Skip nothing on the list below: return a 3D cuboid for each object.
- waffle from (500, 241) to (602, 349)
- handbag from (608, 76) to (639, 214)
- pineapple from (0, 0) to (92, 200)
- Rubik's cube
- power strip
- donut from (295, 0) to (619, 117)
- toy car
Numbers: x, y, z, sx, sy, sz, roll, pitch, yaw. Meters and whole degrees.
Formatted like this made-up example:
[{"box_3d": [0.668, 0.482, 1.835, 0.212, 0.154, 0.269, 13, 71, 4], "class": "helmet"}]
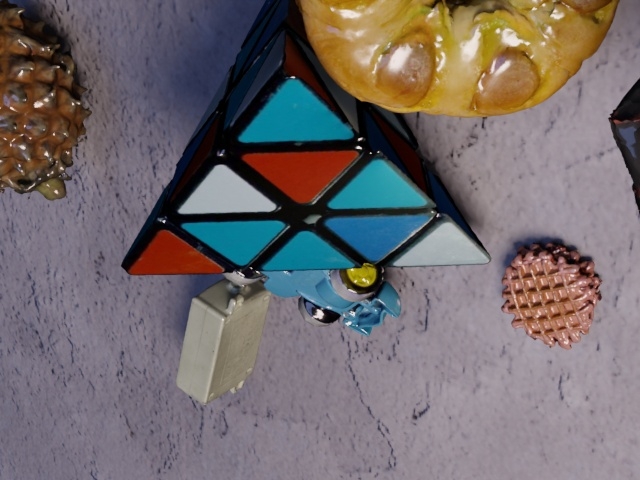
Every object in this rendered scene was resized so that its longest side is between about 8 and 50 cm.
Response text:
[{"box_3d": [0.171, 0.042, 0.859, 0.075, 0.029, 0.083, 28, 128, 26], "class": "waffle"}, {"box_3d": [0.267, -0.080, 0.602, 0.169, 0.215, 0.155, -5, 115, 44], "class": "handbag"}, {"box_3d": [-0.294, -0.122, 1.073, 0.166, 0.166, 0.193, -21, 103, 43], "class": "pineapple"}, {"box_3d": [0.011, -0.018, 0.837, 0.234, 0.284, 0.250, 30, 107, -15], "class": "Rubik's cube"}, {"box_3d": [-0.085, 0.071, 1.047, 0.042, 0.075, 0.175, 31, 125, 24], "class": "power strip"}, {"box_3d": [0.085, -0.186, 0.708, 0.113, 0.227, 0.226, -113, 29, -53], "class": "donut"}, {"box_3d": [0.000, 0.000, 0.950, 0.161, 0.098, 0.126, 30, 155, -7], "class": "toy car"}]
